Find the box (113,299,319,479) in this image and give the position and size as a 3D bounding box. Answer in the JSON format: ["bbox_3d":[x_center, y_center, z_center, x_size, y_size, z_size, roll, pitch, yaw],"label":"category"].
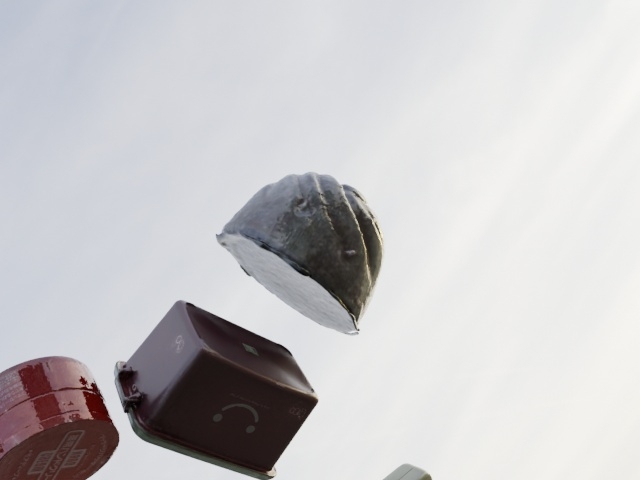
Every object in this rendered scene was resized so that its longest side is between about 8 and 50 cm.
[{"bbox_3d":[-0.157,0.230,1.400,0.294,0.193,0.167,30,-79,-35],"label":"box"}]

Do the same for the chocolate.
[{"bbox_3d":[0.000,0.000,1.546,0.213,0.303,0.303,-55,-36,-16],"label":"chocolate"}]

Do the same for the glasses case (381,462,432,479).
[{"bbox_3d":[0.101,0.572,1.742,0.313,0.070,0.131,-30,-64,-32],"label":"glasses case"}]

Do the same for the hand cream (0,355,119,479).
[{"bbox_3d":[-0.393,0.267,1.266,0.193,0.125,0.193,-24,-33,-17],"label":"hand cream"}]
